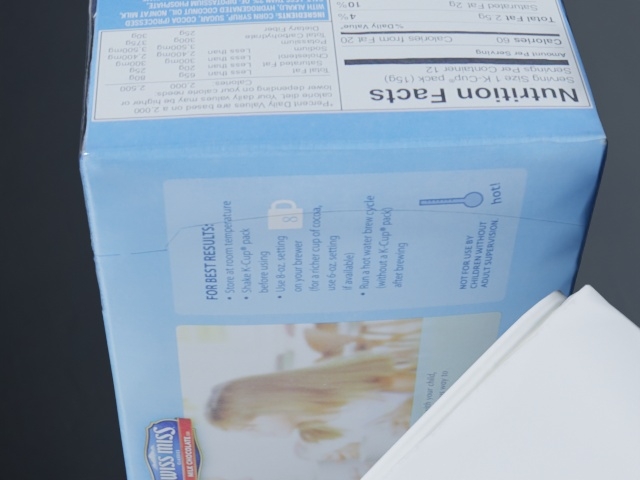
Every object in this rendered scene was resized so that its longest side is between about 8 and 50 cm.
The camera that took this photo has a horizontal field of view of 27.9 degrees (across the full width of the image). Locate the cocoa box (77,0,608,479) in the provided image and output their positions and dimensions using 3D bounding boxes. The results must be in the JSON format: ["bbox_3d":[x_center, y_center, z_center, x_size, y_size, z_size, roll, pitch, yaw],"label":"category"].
[{"bbox_3d":[0.000,0.000,0.718,0.347,0.232,0.228,92,175,-46],"label":"cocoa box"}]

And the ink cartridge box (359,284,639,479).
[{"bbox_3d":[0.150,0.239,0.387,0.395,0.166,0.285,43,163,19],"label":"ink cartridge box"}]
